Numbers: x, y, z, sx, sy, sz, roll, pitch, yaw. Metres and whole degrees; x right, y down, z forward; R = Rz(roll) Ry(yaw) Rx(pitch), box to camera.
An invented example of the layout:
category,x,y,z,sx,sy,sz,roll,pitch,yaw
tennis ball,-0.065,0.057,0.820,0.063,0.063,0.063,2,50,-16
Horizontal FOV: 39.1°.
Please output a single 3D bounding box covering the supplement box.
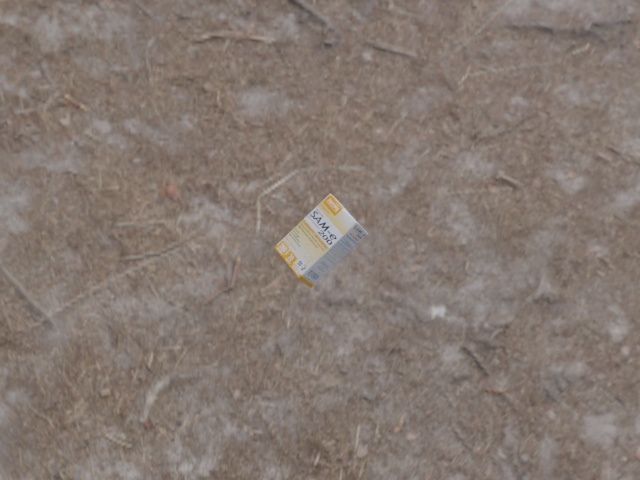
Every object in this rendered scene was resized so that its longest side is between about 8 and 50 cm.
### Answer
category,x,y,z,sx,sy,sz,roll,pitch,yaw
supplement box,0.000,0.000,1.097,0.098,0.036,0.062,-44,53,4
